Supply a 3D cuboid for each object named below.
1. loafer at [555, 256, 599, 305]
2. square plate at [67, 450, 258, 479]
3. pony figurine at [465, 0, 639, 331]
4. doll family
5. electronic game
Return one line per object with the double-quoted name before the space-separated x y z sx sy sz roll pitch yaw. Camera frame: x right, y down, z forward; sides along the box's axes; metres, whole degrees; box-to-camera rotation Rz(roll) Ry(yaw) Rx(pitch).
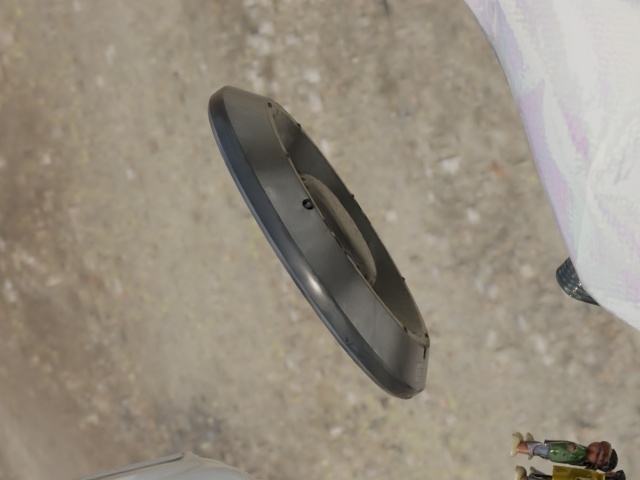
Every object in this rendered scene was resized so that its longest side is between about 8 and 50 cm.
"loafer" 0.328 0.039 1.558 0.061 0.170 0.062 -61 33 33
"square plate" -0.209 0.205 1.072 0.344 0.347 0.049 133 123 -80
"pony figurine" 0.053 -0.126 0.319 0.351 0.363 0.303 -2 115 22
"doll family" 0.252 0.226 1.469 0.193 0.111 0.076 18 -105 -72
"electronic game" 0.000 0.000 0.954 0.229 0.048 0.229 54 -171 -13
